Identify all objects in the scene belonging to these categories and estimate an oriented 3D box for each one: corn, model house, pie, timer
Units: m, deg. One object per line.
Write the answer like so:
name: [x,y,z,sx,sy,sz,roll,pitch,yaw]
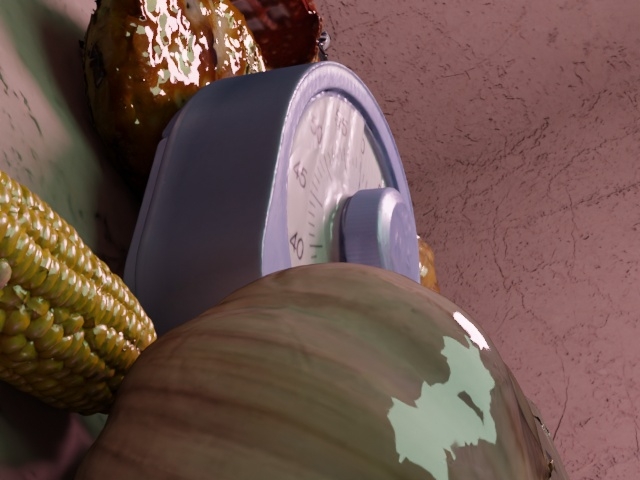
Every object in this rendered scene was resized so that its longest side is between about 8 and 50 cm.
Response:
corn: [-0.173,0.020,0.416,0.291,0.101,0.101,56,13,-52]
model house: [-0.096,-0.359,1.164,0.254,0.160,0.196,53,15,-59]
pie: [-0.132,-0.146,0.837,0.308,0.085,0.308,-9,90,-68]
timer: [0.000,0.000,0.782,0.395,0.173,0.395,-6,90,-65]

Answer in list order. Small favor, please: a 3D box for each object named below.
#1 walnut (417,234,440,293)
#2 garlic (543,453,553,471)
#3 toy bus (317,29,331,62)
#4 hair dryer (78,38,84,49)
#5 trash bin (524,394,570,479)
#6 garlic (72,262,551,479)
walnut: [0.119,0.065,1.469,0.198,0.198,0.245,60,11,-26]
garlic: [0.097,0.263,0.864,0.210,0.292,0.237,64,31,-60]
toy bus: [-0.030,-0.377,1.837,0.329,0.153,0.143,68,12,22]
hair dryer: [-0.205,-0.186,0.862,0.150,0.047,0.071,17,50,-68]
trash bin: [0.183,0.323,1.044,0.219,0.250,0.220,37,30,-59]
garlic: [-0.013,0.154,0.457,0.317,0.259,0.317,-30,126,-54]
